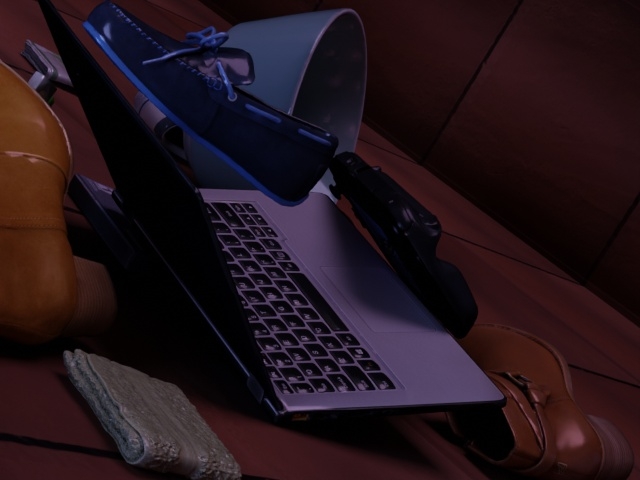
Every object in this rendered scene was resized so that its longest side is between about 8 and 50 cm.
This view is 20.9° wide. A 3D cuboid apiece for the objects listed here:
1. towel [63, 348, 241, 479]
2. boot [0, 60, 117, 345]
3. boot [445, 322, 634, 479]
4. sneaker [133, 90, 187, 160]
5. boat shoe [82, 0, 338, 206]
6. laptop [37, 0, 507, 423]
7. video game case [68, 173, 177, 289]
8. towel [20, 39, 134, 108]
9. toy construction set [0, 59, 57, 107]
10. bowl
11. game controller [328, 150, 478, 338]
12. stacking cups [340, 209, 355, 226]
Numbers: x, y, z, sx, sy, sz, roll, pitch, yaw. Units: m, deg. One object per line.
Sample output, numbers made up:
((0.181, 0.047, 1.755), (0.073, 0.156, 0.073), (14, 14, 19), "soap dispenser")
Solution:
((-0.126, 0.134, 1.293), (0.110, 0.027, 0.148), (24, 12, -40), "towel")
((-0.275, -0.050, 1.342), (0.295, 0.104, 0.211), (60, 16, 20), "boot")
((0.184, 0.169, 1.862), (0.220, 0.109, 0.283), (15, 26, -46), "boot")
((-0.148, -0.134, 2.368), (0.258, 0.094, 0.091), (17, 38, -45), "sneaker")
((-0.092, -0.136, 1.511), (0.258, 0.089, 0.109), (37, 9, -34), "boat shoe")
((-0.045, -0.038, 1.609), (0.408, 0.236, 0.382), (1, 33, -33), "laptop")
((-0.121, 0.024, 1.830), (0.274, 0.026, 0.196), (23, 13, -34), "video game case")
((-0.332, -0.218, 2.382), (0.152, 0.023, 0.113), (26, 14, -37), "towel")
((-0.340, -0.168, 1.619), (0.151, 0.215, 0.327), (-25, 58, -33), "toy construction set")
((-0.066, -0.157, 2.208), (0.163, 0.311, 0.311), (14, 5, 17), "bowl")
((0.082, 0.001, 1.837), (0.319, 0.067, 0.166), (-127, -168, -73), "game controller")
((0.000, 0.000, 2.056), (0.096, 0.096, 0.316), (31, 2, 0), "stacking cups")
